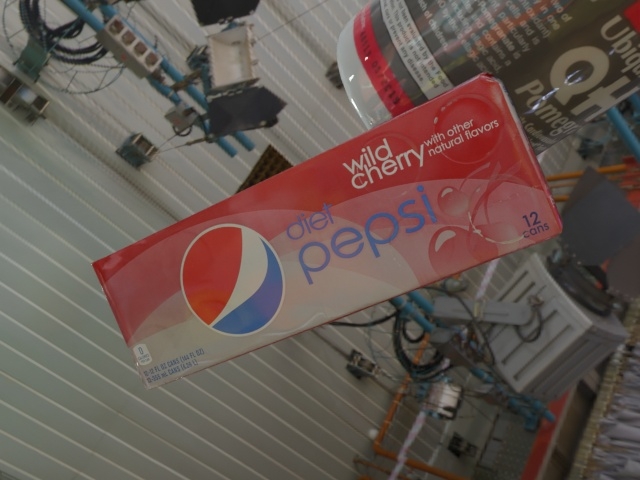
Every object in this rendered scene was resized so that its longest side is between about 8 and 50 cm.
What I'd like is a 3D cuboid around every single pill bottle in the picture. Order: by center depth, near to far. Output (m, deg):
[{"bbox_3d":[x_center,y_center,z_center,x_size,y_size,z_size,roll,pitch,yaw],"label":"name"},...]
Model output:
[{"bbox_3d":[0.178,-0.179,0.451,0.176,0.318,0.176,31,-139,-31],"label":"pill bottle"}]

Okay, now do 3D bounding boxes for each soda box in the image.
[{"bbox_3d":[0.000,0.000,0.391,0.092,0.263,0.083,66,-160,0],"label":"soda box"}]
